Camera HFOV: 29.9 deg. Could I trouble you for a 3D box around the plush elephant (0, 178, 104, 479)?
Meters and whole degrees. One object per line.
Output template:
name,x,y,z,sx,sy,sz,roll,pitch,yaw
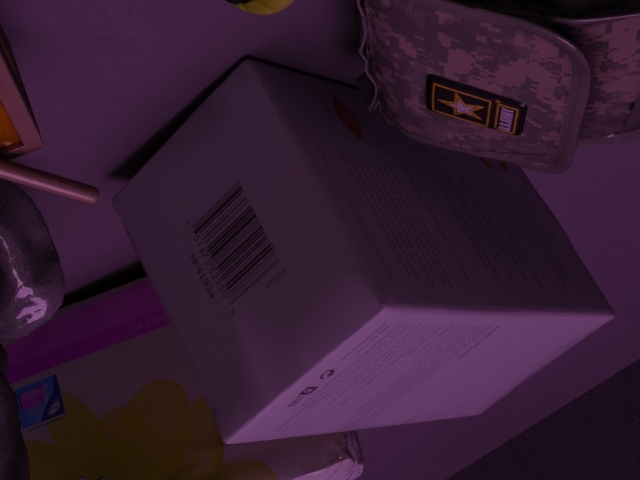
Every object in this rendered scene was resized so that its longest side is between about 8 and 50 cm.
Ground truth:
plush elephant,-0.299,0.096,0.798,0.330,0.255,0.272,5,-150,16

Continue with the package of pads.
package of pads,-0.129,0.148,1.055,0.296,0.229,0.101,-21,160,8

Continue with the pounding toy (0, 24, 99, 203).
pounding toy,-0.206,-0.070,0.650,0.130,0.100,0.141,-20,159,-8

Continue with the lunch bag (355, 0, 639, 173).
lunch bag,0.159,-0.151,0.752,0.287,0.169,0.235,-16,163,2

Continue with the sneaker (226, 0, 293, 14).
sneaker,0.024,-0.208,0.528,0.123,0.109,0.295,-54,-164,-29

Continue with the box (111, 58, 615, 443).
box,0.045,0.016,0.946,0.168,0.215,0.345,-42,152,28
